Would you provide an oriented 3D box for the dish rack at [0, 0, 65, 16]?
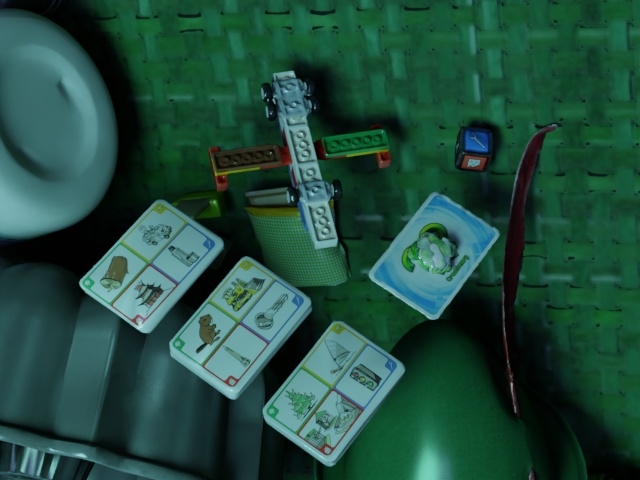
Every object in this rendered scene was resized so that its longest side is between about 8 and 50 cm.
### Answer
[{"bbox_3d":[-0.285,-0.270,1.012,0.271,0.074,0.208,21,117,13],"label":"dish rack"}]

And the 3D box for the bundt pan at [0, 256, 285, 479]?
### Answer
[{"bbox_3d":[-0.169,0.101,1.025,0.331,0.331,0.124,6,71,18],"label":"bundt pan"}]

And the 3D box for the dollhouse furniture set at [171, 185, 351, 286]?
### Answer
[{"bbox_3d":[-0.062,0.008,1.055,0.152,0.058,0.076,-5,111,23],"label":"dollhouse furniture set"}]

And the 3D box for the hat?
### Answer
[{"bbox_3d":[0.078,0.072,0.948,0.173,0.208,0.183,-6,131,-4],"label":"hat"}]

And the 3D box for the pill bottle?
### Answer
[{"bbox_3d":[-0.273,-0.051,1.048,0.264,0.146,0.146,-15,107,36],"label":"pill bottle"}]

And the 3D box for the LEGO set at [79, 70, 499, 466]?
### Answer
[{"bbox_3d":[0.000,0.000,0.949,0.182,0.244,0.060,33,153,11],"label":"LEGO set"}]

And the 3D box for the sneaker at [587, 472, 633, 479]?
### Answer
[{"bbox_3d":[0.154,0.300,1.078,0.146,0.134,0.343,33,112,12],"label":"sneaker"}]
